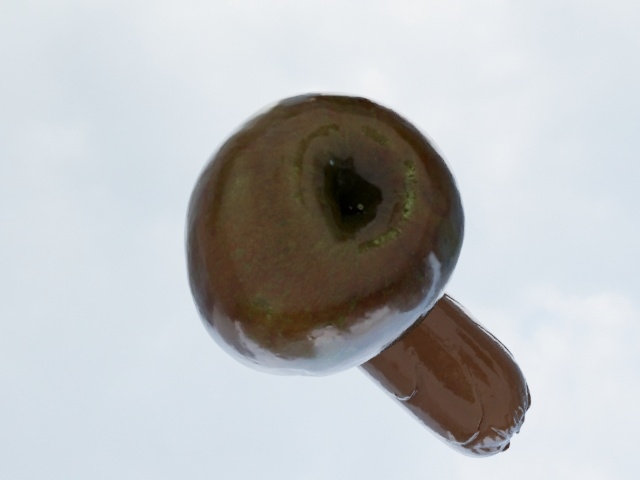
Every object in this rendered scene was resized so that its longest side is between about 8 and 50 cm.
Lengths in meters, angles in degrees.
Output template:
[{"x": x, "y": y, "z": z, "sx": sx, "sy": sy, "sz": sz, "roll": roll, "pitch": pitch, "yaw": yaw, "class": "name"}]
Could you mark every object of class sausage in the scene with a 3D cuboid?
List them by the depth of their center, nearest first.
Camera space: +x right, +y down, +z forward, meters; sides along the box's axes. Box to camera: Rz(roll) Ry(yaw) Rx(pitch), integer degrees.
[{"x": 0.086, "y": 0.095, "z": 1.258, "sx": 0.121, "sy": 0.121, "sz": 0.304, "roll": -41, "pitch": -114, "yaw": -13, "class": "sausage"}]

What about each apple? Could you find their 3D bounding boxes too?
[{"x": 0.000, "y": 0.000, "z": 0.999, "sx": 0.236, "sy": 0.207, "sz": 0.237, "roll": 9, "pitch": -116, "yaw": -19, "class": "apple"}]
